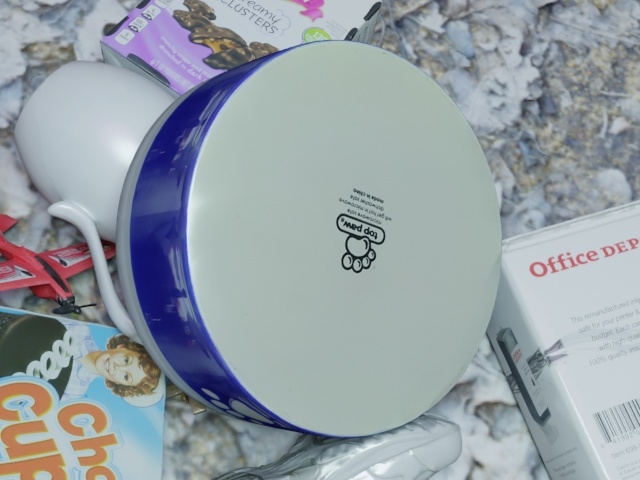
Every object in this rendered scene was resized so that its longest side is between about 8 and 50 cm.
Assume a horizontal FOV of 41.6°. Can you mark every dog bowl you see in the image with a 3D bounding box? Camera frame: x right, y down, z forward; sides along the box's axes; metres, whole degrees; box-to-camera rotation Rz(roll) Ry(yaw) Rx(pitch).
[{"bbox_3d":[0.000,0.000,0.589,0.265,0.104,0.265,2,86,-34],"label":"dog bowl"}]

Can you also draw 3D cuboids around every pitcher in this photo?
[{"bbox_3d":[-0.142,-0.030,0.641,0.207,0.125,0.178,38,48,2],"label":"pitcher"}]

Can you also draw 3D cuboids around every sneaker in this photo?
[{"bbox_3d":[0.007,0.196,0.596,0.232,0.090,0.115,-18,95,-24],"label":"sneaker"}]

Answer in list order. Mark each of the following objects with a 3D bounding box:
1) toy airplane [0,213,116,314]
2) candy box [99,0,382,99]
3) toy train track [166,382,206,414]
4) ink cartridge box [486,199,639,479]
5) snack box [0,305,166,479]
[{"bbox_3d":[-0.232,0.011,0.642,0.151,0.028,0.151,21,28,-12],"label":"toy airplane"},{"bbox_3d":[-0.067,-0.177,0.755,0.165,0.070,0.196,34,65,9],"label":"candy box"},{"bbox_3d":[-0.104,0.097,0.655,0.048,0.014,0.083,-17,63,-8],"label":"toy train track"},{"bbox_3d":[0.233,0.093,0.660,0.158,0.092,0.218,-15,70,-14],"label":"ink cartridge box"},{"bbox_3d":[-0.192,0.187,0.500,0.187,0.060,0.322,14,46,-23],"label":"snack box"}]
